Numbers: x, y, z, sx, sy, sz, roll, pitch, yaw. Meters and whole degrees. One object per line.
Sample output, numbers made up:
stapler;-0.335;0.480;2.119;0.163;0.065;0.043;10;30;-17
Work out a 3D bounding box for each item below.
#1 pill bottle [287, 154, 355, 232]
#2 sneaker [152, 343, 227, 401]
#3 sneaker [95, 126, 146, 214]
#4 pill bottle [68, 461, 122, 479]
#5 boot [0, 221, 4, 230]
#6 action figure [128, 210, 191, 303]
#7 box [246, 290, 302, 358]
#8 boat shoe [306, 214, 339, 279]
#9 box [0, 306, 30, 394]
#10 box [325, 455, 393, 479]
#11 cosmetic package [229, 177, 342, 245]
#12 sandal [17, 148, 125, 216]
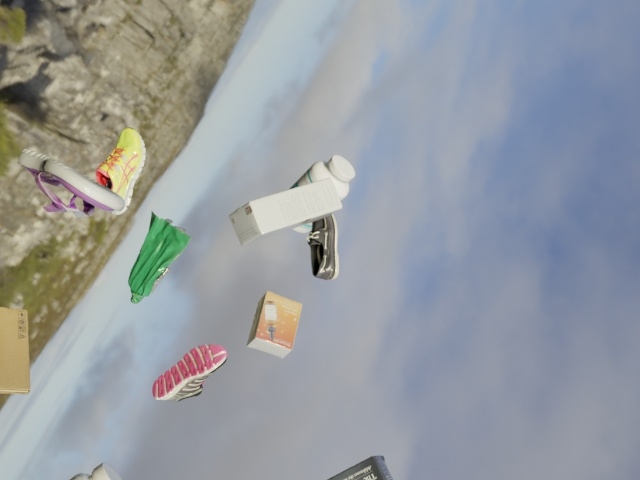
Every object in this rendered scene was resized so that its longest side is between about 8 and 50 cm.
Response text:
pill bottle;-0.010;-0.152;2.185;0.264;0.146;0.146;-42;-161;32
sneaker;-0.250;0.267;1.375;0.170;0.075;0.063;-36;-125;6
sneaker;-0.475;-0.168;1.612;0.081;0.094;0.208;8;-97;35
pill bottle;-0.529;0.579;1.489;0.208;0.117;0.117;-37;-169;-10
boot;-0.686;-0.045;1.101;0.295;0.211;0.104;-37;-178;-41
action figure;-0.423;0.059;1.746;0.232;0.137;0.063;-60;156;8
box;-0.147;0.272;2.226;0.091;0.130;0.170;-48;-155;53
boat shoe;0.000;0.000;1.777;0.075;0.065;0.206;-22;-108;53
box;-0.698;0.225;1.453;0.021;0.164;0.201;-44;-131;34
box;0.056;0.717;1.599;0.343;0.312;0.179;-29;161;2
cosmetic package;-0.077;-0.066;1.578;0.231;0.085;0.117;-22;178;-33
sandal;-0.527;-0.098;1.436;0.416;0.169;0.102;21;-98;53
